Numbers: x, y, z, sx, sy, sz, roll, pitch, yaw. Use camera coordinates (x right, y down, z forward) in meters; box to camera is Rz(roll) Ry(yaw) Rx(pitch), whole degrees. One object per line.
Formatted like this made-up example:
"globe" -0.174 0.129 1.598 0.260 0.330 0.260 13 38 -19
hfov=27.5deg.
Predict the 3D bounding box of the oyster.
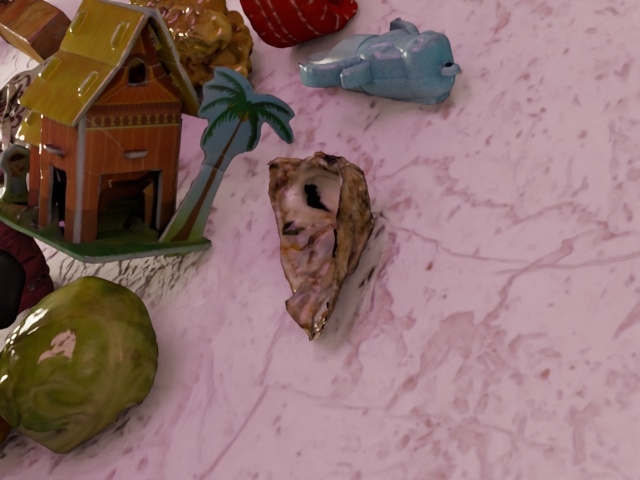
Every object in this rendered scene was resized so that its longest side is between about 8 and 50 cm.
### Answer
"oyster" 0.000 0.004 1.566 0.166 0.094 0.294 -33 44 39

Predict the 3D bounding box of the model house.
"model house" -0.246 -0.166 1.764 0.340 0.323 0.300 -9 22 -40

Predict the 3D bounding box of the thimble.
"thimble" -0.042 -0.374 1.879 0.125 0.189 0.163 -15 43 28

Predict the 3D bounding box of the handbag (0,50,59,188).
"handbag" -0.467 -0.193 2.101 0.213 0.127 0.235 -15 54 38

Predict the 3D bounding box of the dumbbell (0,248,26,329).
"dumbbell" -0.470 0.158 1.492 0.204 0.204 0.322 -5 67 37

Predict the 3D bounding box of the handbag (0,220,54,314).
"handbag" -0.496 0.062 1.831 0.225 0.135 0.146 -35 35 -26

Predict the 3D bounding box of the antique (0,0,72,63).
"antique" -0.528 -0.390 2.377 0.087 0.093 0.310 -45 37 -8

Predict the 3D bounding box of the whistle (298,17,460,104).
"whistle" 0.083 -0.231 1.717 0.186 0.093 0.274 -29 26 -33

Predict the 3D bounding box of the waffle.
"waffle" -0.256 -0.252 1.969 0.324 0.151 0.261 -32 34 4

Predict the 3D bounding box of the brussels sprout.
"brussels sprout" -0.303 0.143 1.594 0.223 0.161 0.223 -17 49 21

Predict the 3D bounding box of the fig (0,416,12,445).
"fig" -0.472 0.199 1.723 0.159 0.159 0.257 -38 15 2
